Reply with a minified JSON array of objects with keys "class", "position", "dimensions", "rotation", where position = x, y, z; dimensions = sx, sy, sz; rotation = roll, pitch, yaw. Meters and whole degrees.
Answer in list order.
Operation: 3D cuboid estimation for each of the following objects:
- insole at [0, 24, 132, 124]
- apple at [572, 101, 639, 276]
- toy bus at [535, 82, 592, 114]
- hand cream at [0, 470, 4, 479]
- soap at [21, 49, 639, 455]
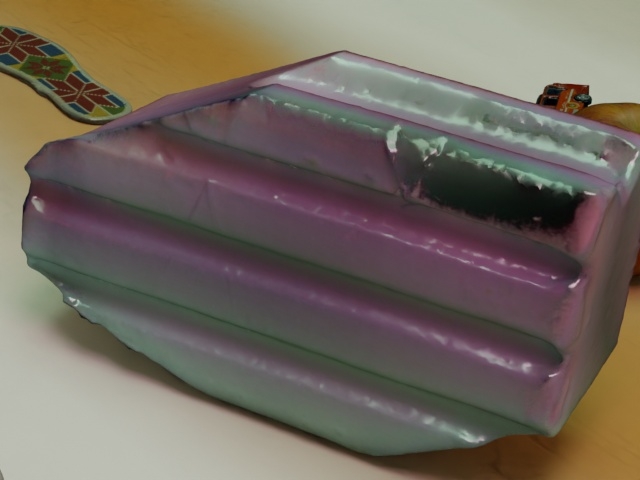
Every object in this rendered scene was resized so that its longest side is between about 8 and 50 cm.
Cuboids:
[{"class":"insole","position":[-0.210,-0.130,1.298],"dimensions":[0.065,0.006,0.193],"rotation":[-17,36,-36]},{"class":"apple","position":[0.196,-0.035,1.117],"dimensions":[0.126,0.102,0.126],"rotation":[6,28,-3]},{"class":"toy bus","position":[0.179,-0.085,1.277],"dimensions":[0.043,0.031,0.110],"rotation":[6,29,13]},{"class":"hand cream","position":[-0.168,0.178,0.714],"dimensions":[0.121,0.076,0.336],"rotation":[-3,37,-13]},{"class":"soap","position":[0.000,0.000,0.922],"dimensions":[0.324,0.192,0.109],"rotation":[17,29,19]}]
